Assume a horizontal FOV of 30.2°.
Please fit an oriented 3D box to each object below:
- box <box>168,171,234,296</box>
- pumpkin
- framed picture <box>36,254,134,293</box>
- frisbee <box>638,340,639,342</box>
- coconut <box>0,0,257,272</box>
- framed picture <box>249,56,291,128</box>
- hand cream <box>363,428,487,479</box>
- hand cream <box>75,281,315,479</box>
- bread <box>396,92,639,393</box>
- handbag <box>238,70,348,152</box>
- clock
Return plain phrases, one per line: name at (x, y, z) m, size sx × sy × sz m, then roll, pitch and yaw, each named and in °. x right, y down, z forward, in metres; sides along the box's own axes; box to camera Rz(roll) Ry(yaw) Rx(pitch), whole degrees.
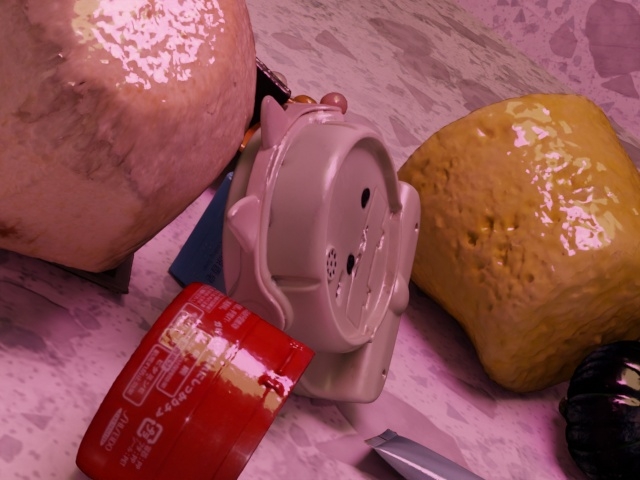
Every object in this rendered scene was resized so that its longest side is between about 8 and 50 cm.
box at (-0.054, -0.014, 1.372) m, size 0.083 × 0.142 × 0.232 m, roll 42°, pitch 26°, yaw 17°
pumpkin at (0.378, 0.219, 1.445) m, size 0.194 × 0.150 × 0.194 m, roll 13°, pitch 55°, yaw -19°
framed picture at (-0.305, -0.061, 1.307) m, size 0.231 × 0.018 × 0.293 m, roll 26°, pitch 25°, yaw -17°
frisbee at (0.459, 0.091, 1.545) m, size 0.017 × 0.236 × 0.236 m, roll 4°, pitch 31°, yaw -9°
coconut at (-0.257, -0.160, 1.139) m, size 0.344 × 0.415 × 0.415 m, roll -1°, pitch 41°, yaw -36°
framed picture at (-0.226, -0.231, 1.365) m, size 0.347 × 0.265 × 0.016 m, roll 43°, pitch 51°, yaw -14°
hand cream at (0.182, 0.286, 1.198) m, size 0.312 × 0.070 × 0.111 m, roll 30°, pitch 7°, yaw 17°
hand cream at (-0.102, 0.140, 0.979) m, size 0.125 × 0.193 × 0.193 m, roll 34°, pitch 25°, yaw 4°
bread at (0.270, 0.005, 1.525) m, size 0.348 × 0.348 × 0.308 m, roll 11°, pitch 42°, yaw -40°
handbag at (-0.146, -0.220, 1.583) m, size 0.401 × 0.133 × 0.283 m, roll 32°, pitch 2°, yaw -13°
clock at (0.000, 0.000, 1.186) m, size 0.108 × 0.265 × 0.324 m, roll 5°, pitch -24°, yaw 24°
